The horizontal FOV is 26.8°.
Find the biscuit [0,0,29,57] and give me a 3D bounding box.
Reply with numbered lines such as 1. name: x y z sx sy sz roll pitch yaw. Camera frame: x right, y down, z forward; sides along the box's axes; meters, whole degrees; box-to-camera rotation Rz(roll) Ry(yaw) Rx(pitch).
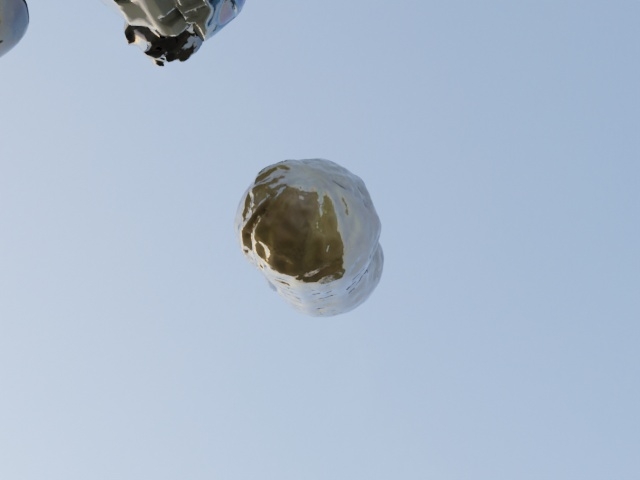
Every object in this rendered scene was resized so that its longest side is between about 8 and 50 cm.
1. biscuit: -0.320 -0.164 0.755 0.237 0.062 0.291 -29 -41 -4

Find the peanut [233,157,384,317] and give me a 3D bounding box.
1. peanut: 0.000 0.000 0.771 0.080 0.174 0.080 -2 -105 8

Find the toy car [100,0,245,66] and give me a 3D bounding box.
1. toy car: -0.189 -0.305 1.229 0.166 0.314 0.198 -43 -37 -10
